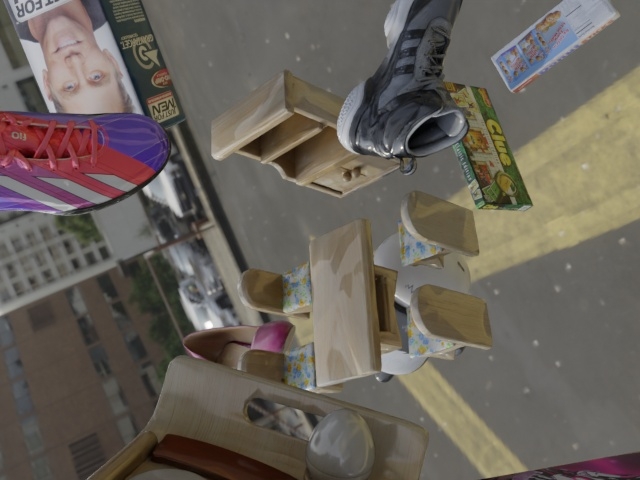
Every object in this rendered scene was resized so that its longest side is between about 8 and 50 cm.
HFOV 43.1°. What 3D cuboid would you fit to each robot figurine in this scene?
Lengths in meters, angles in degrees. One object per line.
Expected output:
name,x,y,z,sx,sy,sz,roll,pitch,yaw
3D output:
robot figurine,0.137,0.109,1.357,0.278,0.209,0.174,-65,36,36

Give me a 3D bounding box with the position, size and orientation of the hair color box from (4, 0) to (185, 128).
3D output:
hair color box,-0.359,-0.316,1.241,0.105,0.173,0.347,-44,-62,-58

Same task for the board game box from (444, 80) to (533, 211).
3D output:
board game box,0.296,-0.174,1.491,0.030,0.136,0.260,-37,62,43

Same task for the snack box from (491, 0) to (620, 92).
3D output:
snack box,0.328,-0.287,1.145,0.178,0.022,0.064,-36,71,33

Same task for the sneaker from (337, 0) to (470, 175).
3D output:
sneaker,0.140,-0.210,1.027,0.101,0.269,0.153,22,-169,-47

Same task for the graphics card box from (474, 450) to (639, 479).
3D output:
graphics card box,0.282,0.289,0.731,0.233,0.370,0.094,-150,58,-71

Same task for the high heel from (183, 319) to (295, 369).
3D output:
high heel,-0.169,0.207,1.571,0.181,0.127,0.377,27,151,-6

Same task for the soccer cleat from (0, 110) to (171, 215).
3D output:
soccer cleat,-0.305,-0.086,0.816,0.116,0.318,0.109,116,140,-61

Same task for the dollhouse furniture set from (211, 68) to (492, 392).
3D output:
dollhouse furniture set,0.000,0.000,1.155,0.362,0.256,0.394,-25,60,43

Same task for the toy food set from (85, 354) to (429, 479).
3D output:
toy food set,-0.065,0.163,0.501,0.306,0.219,0.092,-33,-44,-69
